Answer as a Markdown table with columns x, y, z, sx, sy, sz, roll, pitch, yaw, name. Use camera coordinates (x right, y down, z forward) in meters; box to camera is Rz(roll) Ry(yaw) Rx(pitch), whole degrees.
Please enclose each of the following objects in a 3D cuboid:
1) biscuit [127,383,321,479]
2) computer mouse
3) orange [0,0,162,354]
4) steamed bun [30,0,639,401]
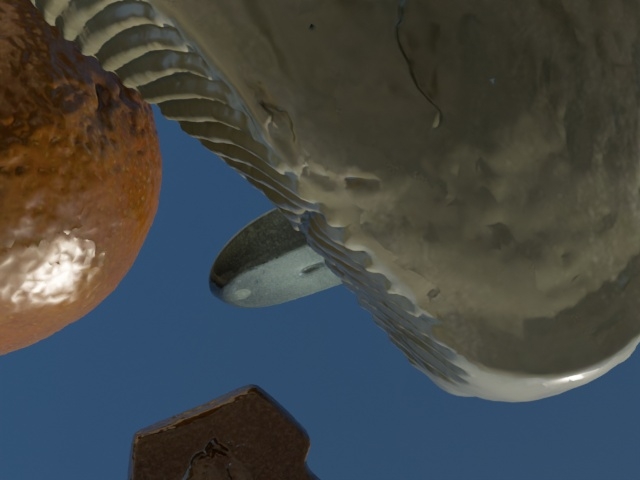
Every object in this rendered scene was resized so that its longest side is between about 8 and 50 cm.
| x | y | z | sx | sy | sz | roll | pitch | yaw | name |
| --- | --- | --- | --- | --- | --- | --- | --- | --- | --- |
| -0.081 | 0.255 | 1.046 | 0.182 | 0.034 | 0.215 | -22 | -81 | -7 | biscuit |
| -0.003 | -0.004 | 1.050 | 0.229 | 0.113 | 0.068 | -20 | -121 | 8 | computer mouse |
| -0.314 | -0.049 | 0.950 | 0.357 | 0.322 | 0.322 | -32 | -120 | 27 | orange |
| 0.038 | -0.110 | 0.575 | 0.383 | 0.247 | 0.236 | 45 | -101 | -4 | steamed bun |
